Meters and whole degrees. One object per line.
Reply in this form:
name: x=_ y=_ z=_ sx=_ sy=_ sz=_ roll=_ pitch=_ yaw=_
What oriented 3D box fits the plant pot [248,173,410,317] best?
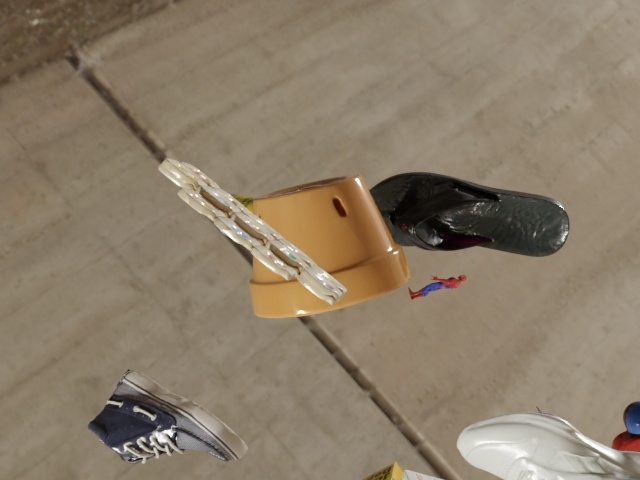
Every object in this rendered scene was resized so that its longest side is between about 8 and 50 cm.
plant pot: x=0.000 y=0.000 z=1.629 sx=0.291 sy=0.203 sz=0.291 roll=-12 pitch=-173 yaw=2

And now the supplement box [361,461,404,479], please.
supplement box: x=0.192 y=0.763 z=2.218 sx=0.194 sy=0.356 sz=0.195 roll=-32 pitch=-175 yaw=14

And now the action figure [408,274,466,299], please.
action figure: x=0.231 y=0.088 z=1.792 sx=0.115 sy=0.030 sz=0.038 roll=-13 pitch=151 yaw=6

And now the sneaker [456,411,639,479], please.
sneaker: x=0.317 y=0.316 z=1.155 sx=0.114 sy=0.305 sz=0.152 roll=90 pitch=21 yaw=-48

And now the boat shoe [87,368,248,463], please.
boat shoe: x=-0.304 y=0.387 z=1.778 sx=0.158 sy=0.341 sz=0.127 roll=-52 pitch=138 yaw=-23

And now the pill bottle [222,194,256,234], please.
pill bottle: x=-0.144 y=-0.046 z=2.118 sx=0.103 sy=0.184 sz=0.103 roll=-20 pitch=115 yaw=-50

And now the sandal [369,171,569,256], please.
sandal: x=0.293 y=-0.046 z=1.892 sx=0.107 sy=0.446 sz=0.167 roll=-70 pitch=162 yaw=-66

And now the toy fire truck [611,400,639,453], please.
toy fire truck: x=0.562 y=0.322 z=1.350 sx=0.302 sy=0.254 sz=0.169 roll=-24 pitch=-168 yaw=4

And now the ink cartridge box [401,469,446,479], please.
ink cartridge box: x=0.305 y=0.604 z=1.930 sx=0.207 sy=0.283 sz=0.117 roll=-118 pitch=-136 yaw=-85

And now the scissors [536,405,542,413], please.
scissors: x=0.595 y=0.513 z=2.126 sx=0.021 sy=0.297 sz=0.109 roll=-33 pitch=-160 yaw=18

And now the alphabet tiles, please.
alphabet tiles: x=-0.084 y=-0.013 z=1.194 sx=0.021 sy=0.284 sz=0.278 roll=-52 pitch=174 yaw=5
